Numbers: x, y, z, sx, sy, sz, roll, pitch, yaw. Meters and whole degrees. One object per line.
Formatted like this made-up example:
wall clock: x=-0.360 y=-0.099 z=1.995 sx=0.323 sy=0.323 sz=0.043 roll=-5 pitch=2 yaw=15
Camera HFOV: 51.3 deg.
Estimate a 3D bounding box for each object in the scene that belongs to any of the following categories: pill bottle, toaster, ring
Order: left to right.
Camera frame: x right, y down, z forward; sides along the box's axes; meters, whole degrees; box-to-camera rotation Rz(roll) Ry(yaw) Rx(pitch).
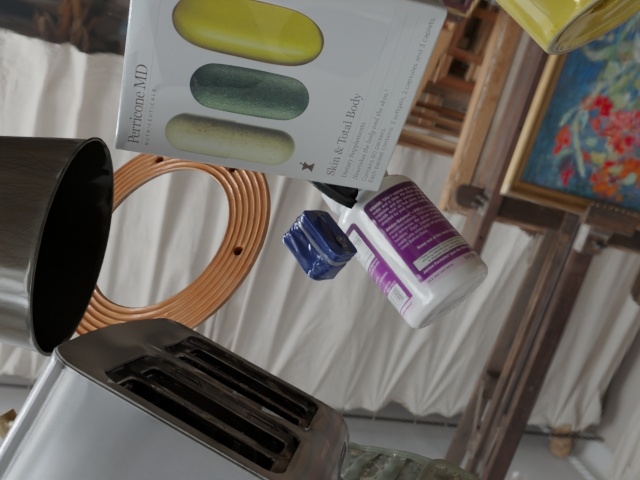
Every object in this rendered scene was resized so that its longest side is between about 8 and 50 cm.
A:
ring: x=-0.218 y=-0.003 z=0.921 sx=0.336 sy=0.336 sz=0.032 roll=27 pitch=165 yaw=36
toaster: x=-0.076 y=0.128 z=0.364 sx=0.186 sy=0.110 sz=0.168 roll=28 pitch=-178 yaw=7
pill bottle: x=0.138 y=-0.008 z=1.177 sx=0.169 sy=0.169 sz=0.301 roll=-7 pitch=-126 yaw=-55

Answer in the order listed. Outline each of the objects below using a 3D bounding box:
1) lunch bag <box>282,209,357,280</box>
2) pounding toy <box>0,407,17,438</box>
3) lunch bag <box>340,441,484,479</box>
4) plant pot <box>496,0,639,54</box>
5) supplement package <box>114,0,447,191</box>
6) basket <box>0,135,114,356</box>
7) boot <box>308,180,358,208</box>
lunch bag: x=0.000 y=0.000 z=0.931 sx=0.098 sy=0.065 sz=0.067 roll=53 pitch=-152 yaw=19
pounding toy: x=-0.362 y=0.262 z=0.969 sx=0.206 sy=0.094 sz=0.181 roll=-20 pitch=-168 yaw=4
lunch bag: x=0.116 y=0.431 z=0.941 sx=0.287 sy=0.169 sz=0.235 roll=-2 pitch=-152 yaw=38
plant pot: x=0.264 y=-0.352 z=0.737 sx=0.254 sy=0.254 sz=0.239 roll=-11 pitch=-109 yaw=-58
supplement package: x=-0.052 y=-0.199 z=0.663 sx=0.263 sy=0.199 sz=0.198 roll=8 pitch=-143 yaw=-15
basket: x=-0.309 y=-0.012 z=0.541 sx=0.227 sy=0.154 sz=0.204 roll=6 pitch=-138 yaw=-3
boot: x=0.023 y=-0.203 z=1.110 sx=0.246 sy=0.207 sz=0.094 roll=45 pitch=-167 yaw=18
